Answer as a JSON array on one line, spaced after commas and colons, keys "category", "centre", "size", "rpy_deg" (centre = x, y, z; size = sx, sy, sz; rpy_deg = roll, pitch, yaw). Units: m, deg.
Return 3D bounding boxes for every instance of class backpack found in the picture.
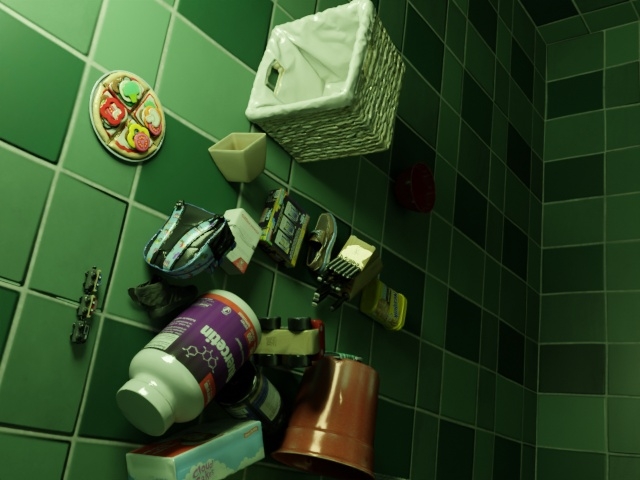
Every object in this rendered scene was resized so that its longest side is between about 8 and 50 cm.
[{"category": "backpack", "centre": [-0.293, 0.016, 1.521], "size": [0.173, 0.158, 0.117], "rpy_deg": [-54, 146, -26]}]

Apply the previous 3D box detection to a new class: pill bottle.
[{"category": "pill bottle", "centre": [-0.162, 0.384, 1.644], "size": [0.219, 0.123, 0.122], "rpy_deg": [61, 40, -47]}, {"category": "pill bottle", "centre": [-0.279, 0.259, 1.472], "size": [0.323, 0.181, 0.181], "rpy_deg": [-48, 122, -46]}]

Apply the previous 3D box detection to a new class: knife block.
[{"category": "knife block", "centre": [0.076, 0.120, 2.036], "size": [0.242, 0.088, 0.275], "rpy_deg": [-57, 161, -9]}]

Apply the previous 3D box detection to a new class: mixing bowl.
[{"category": "mixing bowl", "centre": [0.322, -0.179, 2.418], "size": [0.181, 0.098, 0.181], "rpy_deg": [11, 76, -51]}]

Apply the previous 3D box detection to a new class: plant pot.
[{"category": "plant pot", "centre": [-0.198, -0.205, 1.727], "size": [0.109, 0.109, 0.096], "rpy_deg": [-47, 134, -46]}, {"category": "plant pot", "centre": [0.035, 0.458, 1.786], "size": [0.272, 0.272, 0.265], "rpy_deg": [42, 52, -42]}]

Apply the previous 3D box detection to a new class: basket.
[{"category": "basket", "centre": [0.029, -0.419, 1.872], "size": [0.266, 0.331, 0.328], "rpy_deg": [41, 54, -45]}]

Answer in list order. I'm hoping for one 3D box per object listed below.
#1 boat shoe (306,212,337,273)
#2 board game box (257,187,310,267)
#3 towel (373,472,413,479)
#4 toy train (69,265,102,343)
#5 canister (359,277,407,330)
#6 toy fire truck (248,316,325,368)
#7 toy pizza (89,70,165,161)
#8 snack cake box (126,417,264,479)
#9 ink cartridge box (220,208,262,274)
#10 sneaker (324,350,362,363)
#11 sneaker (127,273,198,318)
[{"category": "boat shoe", "centre": [0.000, 0.000, 1.984], "size": [0.066, 0.066, 0.183], "rpy_deg": [27, 64, -47]}, {"category": "board game box", "centre": [-0.103, -0.033, 1.867], "size": [0.141, 0.048, 0.170], "rpy_deg": [47, 49, -42]}, {"category": "towel", "centre": [0.165, 0.753, 1.906], "size": [0.235, 0.284, 0.121], "rpy_deg": [-18, 100, -52]}, {"category": "toy train", "centre": [-0.464, 0.129, 1.373], "size": [0.036, 0.027, 0.158], "rpy_deg": [31, 61, -51]}, {"category": "canister", "centre": [0.203, 0.207, 2.220], "size": [0.170, 0.073, 0.126], "rpy_deg": [35, 57, -44]}, {"category": "toy fire truck", "centre": [-0.078, 0.264, 1.734], "size": [0.246, 0.217, 0.158], "rpy_deg": [3, 84, -68]}, {"category": "toy pizza", "centre": [-0.412, -0.273, 1.500], "size": [0.201, 0.032, 0.201], "rpy_deg": [12, 75, -52]}, {"category": "snack cake box", "centre": [-0.264, 0.465, 1.484], "size": [0.264, 0.152, 0.089], "rpy_deg": [-7, 91, -53]}, {"category": "ink cartridge box", "centre": [-0.212, 0.003, 1.706], "size": [0.099, 0.056, 0.135], "rpy_deg": [50, 48, -37]}, {"category": "sneaker", "centre": [0.051, 0.374, 1.985], "size": [0.224, 0.083, 0.098], "rpy_deg": [20, 74, -51]}, {"category": "sneaker", "centre": [-0.343, 0.110, 1.517], "size": [0.170, 0.051, 0.089], "rpy_deg": [-32, 115, -47]}]
